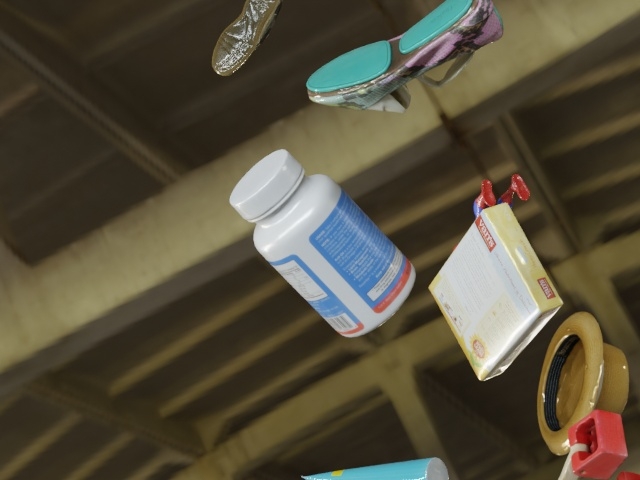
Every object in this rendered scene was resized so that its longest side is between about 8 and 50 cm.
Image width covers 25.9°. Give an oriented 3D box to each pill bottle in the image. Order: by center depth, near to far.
[{"bbox_3d":[0.000,0.000,1.645,0.124,0.124,0.221,-35,-69,20],"label":"pill bottle"}]

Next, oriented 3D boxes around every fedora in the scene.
[{"bbox_3d":[0.350,0.191,1.816,0.079,0.194,0.194,11,-35,-12],"label":"fedora"}]

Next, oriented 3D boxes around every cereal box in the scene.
[{"bbox_3d":[0.249,0.078,2.010,0.047,0.173,0.240,-17,-22,-25],"label":"cereal box"}]

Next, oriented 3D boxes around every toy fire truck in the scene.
[{"bbox_3d":[0.261,0.237,1.268,0.135,0.047,0.192,14,-46,-15],"label":"toy fire truck"}]

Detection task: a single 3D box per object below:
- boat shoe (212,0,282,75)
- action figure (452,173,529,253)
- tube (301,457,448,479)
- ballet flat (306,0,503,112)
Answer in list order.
[{"bbox_3d":[-0.094,-0.292,1.926,0.152,0.056,0.049,-54,-20,14],"label":"boat shoe"},{"bbox_3d":[0.286,0.019,2.324,0.091,0.139,0.280,-9,-24,-11],"label":"action figure"},{"bbox_3d":[0.076,0.332,1.904,0.207,0.052,0.080,-13,-42,37],"label":"tube"},{"bbox_3d":[0.091,-0.180,1.436,0.221,0.077,0.079,-27,-55,26],"label":"ballet flat"}]
